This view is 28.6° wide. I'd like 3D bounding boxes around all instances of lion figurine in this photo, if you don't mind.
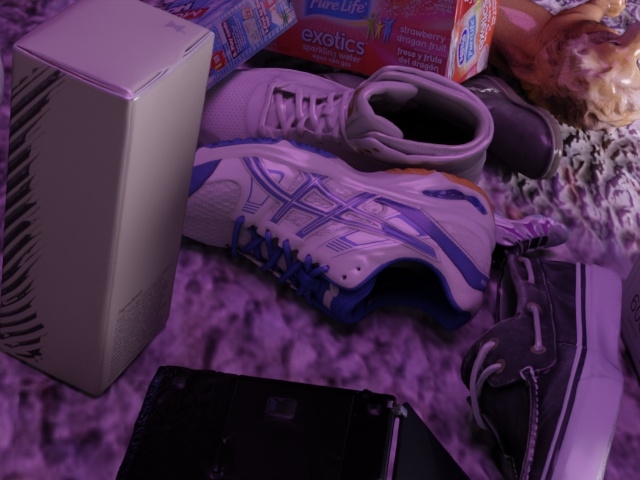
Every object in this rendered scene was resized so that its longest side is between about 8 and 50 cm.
[{"bbox_3d":[0.206,-0.245,1.403,0.392,0.142,0.240,25,34,20],"label":"lion figurine"}]

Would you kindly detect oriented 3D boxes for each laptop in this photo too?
[{"bbox_3d":[-0.001,0.219,0.797,0.264,0.136,0.234,7,37,5],"label":"laptop"}]

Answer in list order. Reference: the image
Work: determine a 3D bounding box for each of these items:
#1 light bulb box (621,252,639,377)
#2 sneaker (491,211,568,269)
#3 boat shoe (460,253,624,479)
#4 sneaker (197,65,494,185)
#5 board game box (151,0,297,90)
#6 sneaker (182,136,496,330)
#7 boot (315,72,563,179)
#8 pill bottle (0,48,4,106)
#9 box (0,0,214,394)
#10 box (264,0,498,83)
[{"bbox_3d":[0.428,0.050,0.935,0.225,0.361,0.358,6,39,-13],"label":"light bulb box"},{"bbox_3d":[0.184,0.008,1.165,0.098,0.038,0.069,3,41,-1],"label":"sneaker"},{"bbox_3d":[0.166,0.118,0.977,0.119,0.121,0.335,12,27,7],"label":"boat shoe"},{"bbox_3d":[0.012,-0.118,1.130,0.293,0.169,0.108,11,77,1],"label":"sneaker"},{"bbox_3d":[-0.147,-0.181,1.186,0.194,0.060,0.194,-5,29,25],"label":"board game box"},{"bbox_3d":[0.000,0.000,1.051,0.296,0.112,0.131,6,56,1],"label":"sneaker"},{"bbox_3d":[0.114,-0.119,1.262,0.208,0.076,0.189,2,25,-28],"label":"boot"},{"bbox_3d":[-0.370,-0.181,1.079,0.182,0.181,0.323,0,41,-20],"label":"pill bottle"},{"bbox_3d":[-0.157,-0.029,0.892,0.094,0.275,0.113,24,39,12],"label":"box"},{"bbox_3d":[0.045,-0.250,1.306,0.257,0.122,0.128,18,27,23],"label":"box"}]
